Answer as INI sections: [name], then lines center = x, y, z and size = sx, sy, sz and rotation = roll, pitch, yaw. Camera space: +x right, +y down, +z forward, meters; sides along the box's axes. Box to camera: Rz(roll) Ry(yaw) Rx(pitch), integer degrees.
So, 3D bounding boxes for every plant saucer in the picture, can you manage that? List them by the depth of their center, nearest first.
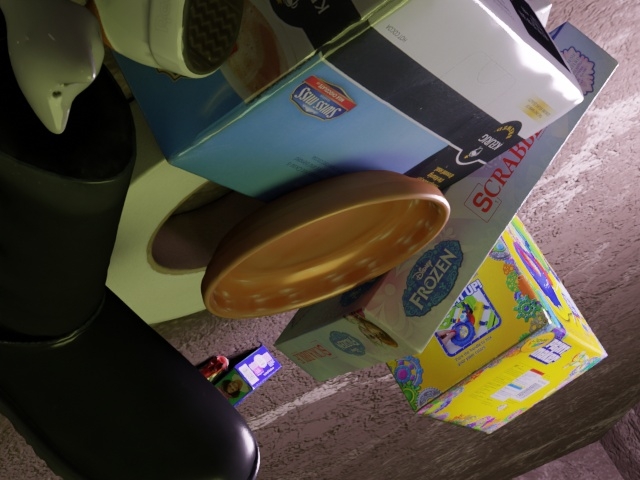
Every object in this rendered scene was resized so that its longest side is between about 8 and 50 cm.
[plant saucer]
center = 0.000, 0.000, 1.241
size = 0.200, 0.037, 0.200
rotation = -20, 163, -7

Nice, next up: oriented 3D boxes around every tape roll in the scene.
[tape roll]
center = -0.089, -0.053, 1.583
size = 0.392, 0.072, 0.392
rotation = -28, 159, -11

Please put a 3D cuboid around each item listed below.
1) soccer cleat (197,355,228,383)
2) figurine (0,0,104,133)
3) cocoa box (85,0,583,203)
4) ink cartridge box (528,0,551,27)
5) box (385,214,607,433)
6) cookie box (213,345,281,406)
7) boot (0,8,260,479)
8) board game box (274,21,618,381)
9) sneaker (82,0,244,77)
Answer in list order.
[soccer cleat]
center = -0.152, 0.175, 2.075
size = 0.083, 0.029, 0.035
rotation = -34, 156, -6
[figurine]
center = -0.167, -0.194, 0.956
size = 0.092, 0.209, 0.215
rotation = -17, 155, -33
[cocoa box]
center = 0.006, -0.171, 1.212
size = 0.228, 0.231, 0.347
rotation = -33, 160, 15
[ink cartridge box]
center = 0.149, -0.198, 1.597
size = 0.135, 0.056, 0.099
rotation = -27, 160, -12
[box]
center = 0.149, 0.046, 1.839
size = 0.177, 0.279, 0.290
rotation = -35, 160, 12
[cookie box]
center = -0.114, 0.192, 2.114
size = 0.107, 0.040, 0.092
rotation = -42, 176, 27
[boot]
center = -0.178, 0.024, 1.266
size = 0.146, 0.367, 0.445
rotation = -54, 173, -33
[board game box]
center = 0.105, -0.024, 1.508
size = 0.318, 0.066, 0.318
rotation = -54, -173, -17
[sneaker]
center = -0.102, -0.253, 1.001
size = 0.106, 0.123, 0.290
rotation = -9, 113, -58
